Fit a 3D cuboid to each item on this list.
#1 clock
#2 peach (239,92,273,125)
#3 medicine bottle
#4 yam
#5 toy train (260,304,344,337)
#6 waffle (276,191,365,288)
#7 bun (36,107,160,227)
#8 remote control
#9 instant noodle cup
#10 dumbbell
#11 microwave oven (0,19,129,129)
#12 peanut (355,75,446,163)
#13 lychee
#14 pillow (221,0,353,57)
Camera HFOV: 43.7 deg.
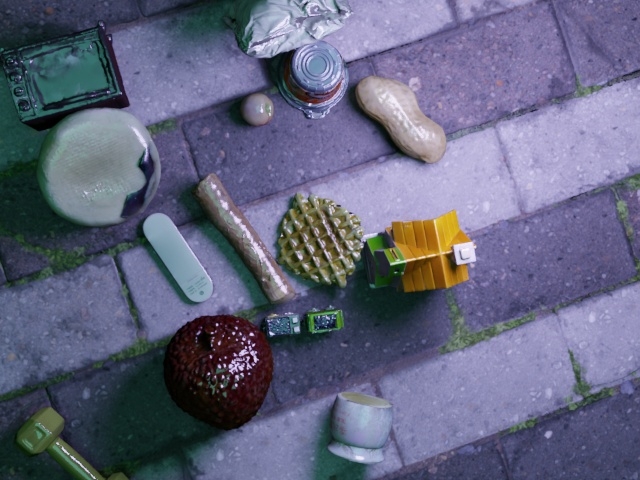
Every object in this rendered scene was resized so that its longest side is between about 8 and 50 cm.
[{"bbox_3d":[0.237,0.026,1.838,0.235,0.309,0.166,-11,92,-7],"label":"clock"},{"bbox_3d":[-0.154,-0.314,1.916,0.083,0.083,0.083,0,89,-6],"label":"peach"},{"bbox_3d":[0.094,0.446,1.900,0.147,0.147,0.143,11,91,-6],"label":"medicine bottle"},{"bbox_3d":[-0.184,0.003,1.910,0.081,0.081,0.357,-34,92,-5],"label":"yam"},{"bbox_3d":[-0.042,0.197,1.920,0.202,0.081,0.060,-8,91,-6],"label":"toy train"},{"bbox_3d":[0.000,0.000,1.928,0.214,0.054,0.208,18,88,10],"label":"waffle"},{"bbox_3d":[-0.511,-0.172,1.836,0.283,0.179,0.283,-6,108,-18],"label":"bun"},{"bbox_3d":[-0.342,0.042,1.919,0.077,0.022,0.245,-35,94,-3],"label":"remote control"},{"bbox_3d":[-0.013,-0.406,1.907,0.177,0.125,0.208,-24,92,-6],"label":"instant noodle cup"},{"bbox_3d":[-0.569,0.519,1.846,0.302,0.108,0.121,43,85,-4],"label":"dumbbell"},{"bbox_3d":[-0.577,-0.370,1.814,0.247,0.188,0.178,-17,91,-6],"label":"microwave oven"},{"bbox_3d":[0.203,-0.300,1.943,0.274,0.111,0.125,46,70,-7],"label":"peanut"},{"bbox_3d":[-0.230,0.298,1.823,0.260,0.260,0.261,0,89,-6],"label":"lychee"},{"bbox_3d":[-0.082,-0.519,1.830,0.283,0.310,0.138,-19,122,-1],"label":"pillow"}]
